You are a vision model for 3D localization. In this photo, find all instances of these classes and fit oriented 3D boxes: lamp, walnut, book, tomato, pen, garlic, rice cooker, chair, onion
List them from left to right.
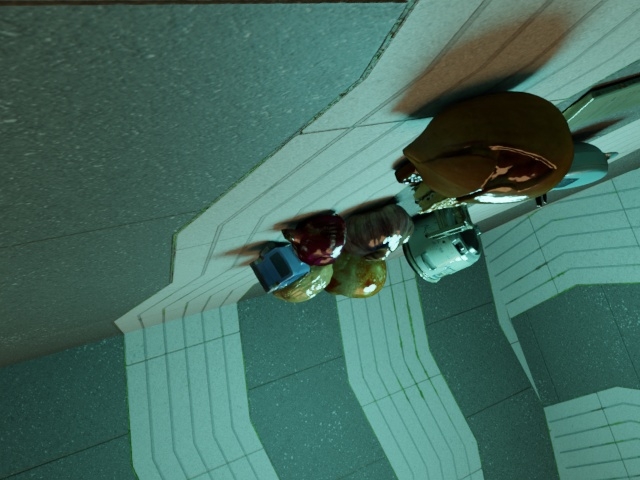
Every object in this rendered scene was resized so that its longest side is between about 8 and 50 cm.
[{"bbox_3d":[-0.175,0.035,1.837,0.025,0.025,0.204,-15,172,-17],"label":"pen"},{"bbox_3d":[-0.073,0.125,2.057,0.245,0.198,0.198,-34,177,-20],"label":"walnut"},{"bbox_3d":[-0.021,0.007,1.603,0.198,0.135,0.173,-8,164,-41],"label":"onion"},{"bbox_3d":[0.126,0.102,2.240,0.270,0.223,0.270,3,-173,0],"label":"tomato"},{"bbox_3d":[0.182,-0.020,1.766,0.245,0.161,0.245,-18,171,-3],"label":"garlic"},{"bbox_3d":[0.469,0.018,2.267,0.316,0.264,0.317,-36,-164,12],"label":"rice cooker"},{"bbox_3d":[0.461,-0.107,1.851,0.270,0.147,0.136,-19,171,20],"label":"chair"},{"bbox_3d":[0.291,-0.159,1.010,0.297,0.203,0.203,-1,172,1],"label":"walnut"},{"bbox_3d":[0.724,-0.210,1.715,0.284,0.147,0.209,-25,171,-13],"label":"lamp"},{"bbox_3d":[0.696,-0.329,1.315,0.282,0.025,0.215,-18,171,-8],"label":"book"}]

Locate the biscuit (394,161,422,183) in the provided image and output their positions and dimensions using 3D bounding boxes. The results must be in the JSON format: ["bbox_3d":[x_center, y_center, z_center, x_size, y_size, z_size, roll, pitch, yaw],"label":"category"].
[{"bbox_3d":[0.265,-0.177,1.322,0.192,0.049,0.192,-13,176,-1],"label":"biscuit"}]

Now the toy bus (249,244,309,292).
[{"bbox_3d":[-0.122,0.086,1.838,0.133,0.116,0.234,-34,174,12],"label":"toy bus"}]

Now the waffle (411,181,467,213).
[{"bbox_3d":[0.433,-0.166,1.602,0.308,0.091,0.213,-12,170,-28],"label":"waffle"}]
